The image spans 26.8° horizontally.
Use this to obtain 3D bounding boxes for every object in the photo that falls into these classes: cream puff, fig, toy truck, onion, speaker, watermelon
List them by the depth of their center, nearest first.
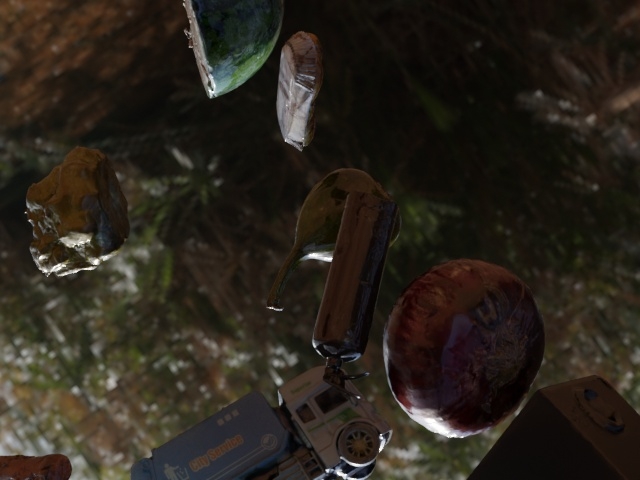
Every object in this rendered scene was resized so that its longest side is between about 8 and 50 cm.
[{"bbox_3d":[-0.299,-0.032,1.616,0.116,0.146,0.146,-17,180,10],"label":"cream puff"},{"bbox_3d":[0.345,0.342,1.735,0.184,0.254,0.232,-3,133,-52],"label":"speaker"},{"bbox_3d":[0.189,0.138,1.796,0.246,0.246,0.190,-33,-142,-22],"label":"onion"},{"bbox_3d":[-0.087,0.310,1.804,0.367,0.175,0.146,-29,165,-11],"label":"toy truck"},{"bbox_3d":[0.000,0.000,2.094,0.259,0.151,0.151,-39,177,-2],"label":"fig"},{"bbox_3d":[-0.164,-0.379,2.268,0.224,0.180,0.305,-61,166,-22],"label":"watermelon"}]

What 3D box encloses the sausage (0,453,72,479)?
[{"bbox_3d":[-0.314,0.234,1.370,0.158,0.036,0.042,-3,-150,40],"label":"sausage"}]

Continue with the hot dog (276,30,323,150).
[{"bbox_3d":[-0.028,-0.218,1.938,0.059,0.108,0.191,-5,146,-14],"label":"hot dog"}]

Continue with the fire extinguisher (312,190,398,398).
[{"bbox_3d":[0.046,0.070,1.719,0.089,0.267,0.072,2,158,32],"label":"fire extinguisher"}]
